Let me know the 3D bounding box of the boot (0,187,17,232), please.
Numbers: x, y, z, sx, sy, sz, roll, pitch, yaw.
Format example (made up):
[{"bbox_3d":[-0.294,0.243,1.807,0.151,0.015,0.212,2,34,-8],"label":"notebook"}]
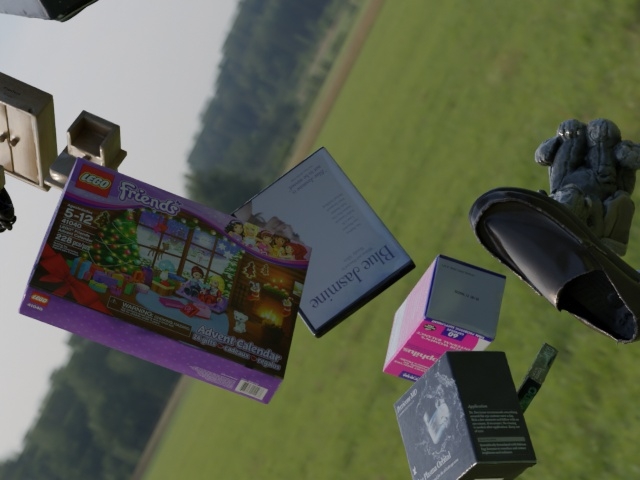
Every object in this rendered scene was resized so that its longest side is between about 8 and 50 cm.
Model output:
[{"bbox_3d":[-0.545,-0.012,2.350,0.229,0.263,0.091,-12,18,43],"label":"boot"}]

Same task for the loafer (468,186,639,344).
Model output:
[{"bbox_3d":[0.240,0.024,1.489,0.080,0.220,0.078,-60,-9,23],"label":"loafer"}]

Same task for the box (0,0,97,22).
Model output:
[{"bbox_3d":[-0.412,-0.551,1.878,0.297,0.480,0.472,-36,27,-19],"label":"box"}]

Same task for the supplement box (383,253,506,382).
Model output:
[{"bbox_3d":[0.185,0.128,2.304,0.220,0.111,0.114,119,167,-61],"label":"supplement box"}]

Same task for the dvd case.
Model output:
[{"bbox_3d":[0.000,0.000,2.259,0.180,0.253,0.022,-36,-28,-1],"label":"dvd case"}]

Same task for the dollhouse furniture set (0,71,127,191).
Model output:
[{"bbox_3d":[-0.480,-0.039,2.074,0.174,0.303,0.355,98,-161,-55],"label":"dollhouse furniture set"}]

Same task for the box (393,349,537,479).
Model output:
[{"bbox_3d":[0.181,0.244,1.945,0.156,0.093,0.158,-53,42,48],"label":"box"}]

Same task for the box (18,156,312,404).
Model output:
[{"bbox_3d":[-0.166,0.042,1.696,0.057,0.293,0.201,121,166,-45],"label":"box"}]

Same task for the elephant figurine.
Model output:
[{"bbox_3d":[0.356,-0.040,2.118,0.169,0.186,0.239,-34,29,49],"label":"elephant figurine"}]

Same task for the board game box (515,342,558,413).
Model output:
[{"bbox_3d":[0.273,0.216,2.077,0.126,0.026,0.186,-60,-8,17],"label":"board game box"}]

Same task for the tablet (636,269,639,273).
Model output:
[{"bbox_3d":[0.473,0.068,2.373,0.054,0.083,0.006,-92,-7,-49],"label":"tablet"}]
